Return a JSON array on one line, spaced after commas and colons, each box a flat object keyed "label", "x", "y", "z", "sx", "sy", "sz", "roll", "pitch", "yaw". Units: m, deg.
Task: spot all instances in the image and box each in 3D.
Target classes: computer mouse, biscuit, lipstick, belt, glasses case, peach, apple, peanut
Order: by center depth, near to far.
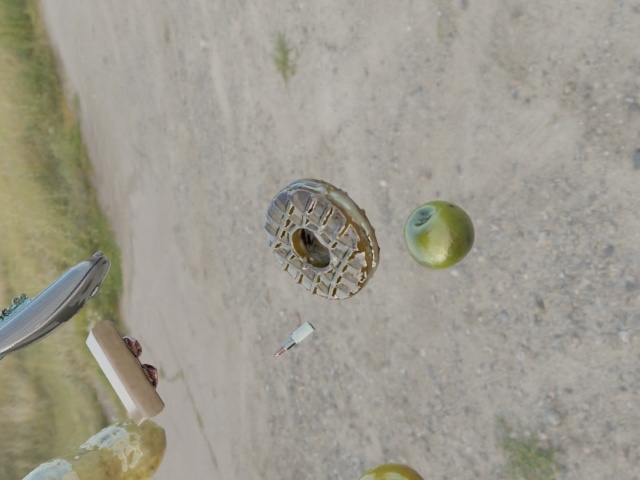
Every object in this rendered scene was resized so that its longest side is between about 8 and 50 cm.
[{"label": "computer mouse", "x": -0.415, "y": 0.109, "z": 1.184, "sx": 0.057, "sy": 0.232, "sz": 0.120, "roll": 50, "pitch": 173, "yaw": -3}, {"label": "glasses case", "x": -0.344, "y": 0.237, "z": 1.381, "sx": 0.194, "sy": 0.070, "sz": 0.102, "roll": 56, "pitch": 148, "yaw": 8}, {"label": "belt", "x": -0.605, "y": 0.182, "z": 1.459, "sx": 0.100, "sy": 0.179, "sz": 0.065, "roll": 4, "pitch": 133, "yaw": 53}, {"label": "lipstick", "x": -0.060, "y": 0.217, "z": 1.656, "sx": 0.025, "sy": 0.107, "sz": 0.025, "roll": 51, "pitch": -177, "yaw": 8}, {"label": "peanut", "x": -0.503, "y": 0.518, "z": 1.668, "sx": 0.169, "sy": 0.387, "sz": 0.192, "roll": 47, "pitch": 143, "yaw": 14}, {"label": "biscuit", "x": 0.000, "y": 0.000, "z": 1.887, "sx": 0.332, "sy": 0.103, "sz": 0.332, "roll": 24, "pitch": 134, "yaw": 27}, {"label": "apple", "x": 0.313, "y": -0.017, "z": 2.042, "sx": 0.196, "sy": 0.157, "sz": 0.196, "roll": -32, "pitch": 34, "yaw": 25}, {"label": "peach", "x": 0.200, "y": 0.748, "z": 2.162, "sx": 0.251, "sy": 0.251, "sz": 0.153, "roll": 41, "pitch": 156, "yaw": 52}]
